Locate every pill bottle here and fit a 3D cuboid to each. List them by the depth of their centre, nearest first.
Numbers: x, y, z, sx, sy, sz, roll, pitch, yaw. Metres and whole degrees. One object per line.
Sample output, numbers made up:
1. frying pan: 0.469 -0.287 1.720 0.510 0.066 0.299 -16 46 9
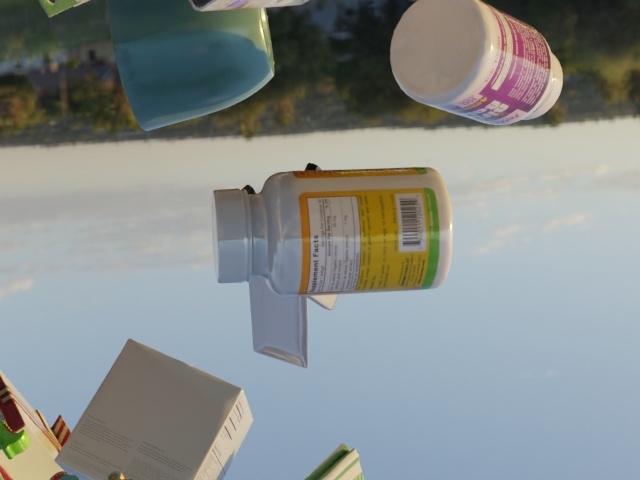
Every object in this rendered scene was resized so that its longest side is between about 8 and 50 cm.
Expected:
1. pill bottle: 0.008 -0.009 1.097 0.246 0.136 0.136 -2 -173 -9
2. pill bottle: 0.252 -0.267 1.547 0.169 0.169 0.302 1 177 38

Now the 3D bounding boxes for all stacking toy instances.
1. stacking toy: -0.235 0.270 1.020 0.221 0.167 0.052 20 -131 36

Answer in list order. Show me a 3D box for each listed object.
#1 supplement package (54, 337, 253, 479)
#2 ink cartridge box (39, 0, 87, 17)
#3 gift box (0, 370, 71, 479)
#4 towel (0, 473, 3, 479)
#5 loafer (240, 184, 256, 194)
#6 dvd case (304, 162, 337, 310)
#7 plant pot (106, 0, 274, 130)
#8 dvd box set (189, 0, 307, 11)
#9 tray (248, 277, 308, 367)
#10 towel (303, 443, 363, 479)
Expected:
1. supplement package: -0.233 0.288 1.463 0.194 0.203 0.149 22 155 14
2. ink cartridge box: -0.492 -0.556 2.082 0.209 0.109 0.062 -24 -140 1
3. gift box: -0.632 0.413 1.971 0.255 0.258 0.276 -31 -139 -9
4. towel: -0.413 0.298 1.188 0.152 0.113 0.023 51 -166 32
5. loafer: -0.101 -0.039 1.690 0.062 0.061 0.170 27 173 22
6. dvd case: 0.000 0.000 1.641 0.022 0.180 0.253 18 170 27
7. plant pot: -0.206 -0.347 1.704 0.235 0.292 0.293 -8 -173 2
8. dvd box set: 0.028 -0.387 1.227 0.308 0.062 0.420 -29 -175 20
9. tray: -0.090 0.170 2.296 0.145 0.270 0.030 15 -139 18
10. towel: -0.011 0.488 1.535 0.038 0.324 0.248 25 -130 38
